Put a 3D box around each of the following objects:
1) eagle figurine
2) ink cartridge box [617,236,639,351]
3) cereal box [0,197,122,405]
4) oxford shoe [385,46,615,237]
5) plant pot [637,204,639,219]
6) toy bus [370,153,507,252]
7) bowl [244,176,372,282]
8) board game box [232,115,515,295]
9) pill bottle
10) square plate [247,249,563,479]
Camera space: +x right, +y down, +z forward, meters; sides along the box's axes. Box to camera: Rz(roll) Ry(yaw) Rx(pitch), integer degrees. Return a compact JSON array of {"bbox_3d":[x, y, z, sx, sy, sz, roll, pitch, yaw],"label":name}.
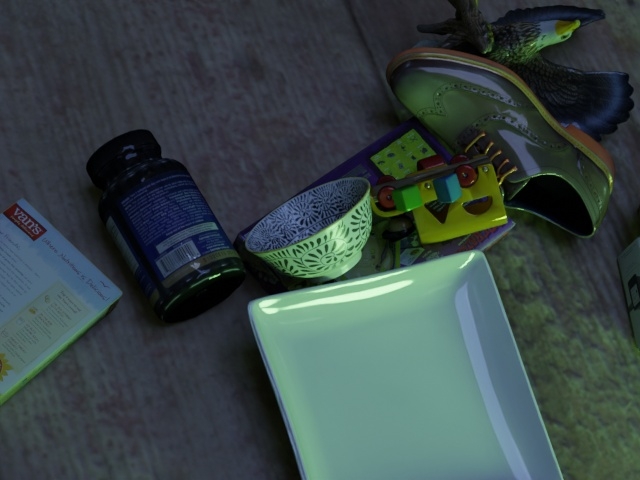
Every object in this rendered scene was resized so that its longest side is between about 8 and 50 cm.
[{"bbox_3d":[0.291,-0.267,2.333,0.298,0.225,0.226,20,94,-47],"label":"eagle figurine"},{"bbox_3d":[0.480,0.079,2.249,0.109,0.063,0.150,6,57,-21],"label":"ink cartridge box"},{"bbox_3d":[-0.371,0.079,1.897,0.173,0.047,0.240,43,54,7],"label":"cereal box"},{"bbox_3d":[0.244,-0.133,2.209,0.363,0.130,0.133,29,43,-12],"label":"oxford shoe"},{"bbox_3d":[0.564,-0.033,2.256,0.237,0.110,0.237,20,20,-8],"label":"plant pot"},{"bbox_3d":[0.140,-0.040,2.093,0.191,0.202,0.104,-25,103,-40],"label":"toy bus"},{"bbox_3d":[0.000,0.000,2.004,0.170,0.170,0.080,-41,112,-36],"label":"bowl"},{"bbox_3d":[0.073,-0.005,2.140,0.347,0.056,0.208,-34,74,-35],"label":"board game box"},{"bbox_3d":[-0.192,-0.021,1.987,0.123,0.123,0.219,-21,71,-32],"label":"pill bottle"},{"bbox_3d":[0.104,0.205,1.991,0.347,0.049,0.344,-12,77,-29],"label":"square plate"}]
